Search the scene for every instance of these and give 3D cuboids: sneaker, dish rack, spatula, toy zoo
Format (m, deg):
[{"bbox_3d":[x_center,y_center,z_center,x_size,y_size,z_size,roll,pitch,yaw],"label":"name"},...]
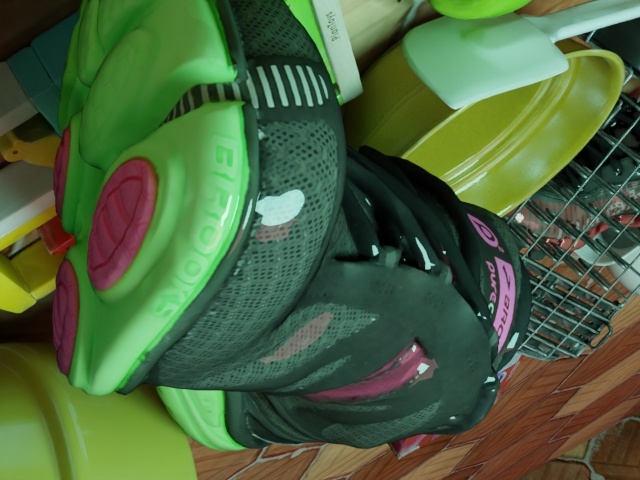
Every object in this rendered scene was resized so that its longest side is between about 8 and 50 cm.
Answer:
[{"bbox_3d":[0.245,-0.062,1.109,0.276,0.097,0.135,-9,136,-35],"label":"sneaker"},{"bbox_3d":[0.215,-0.031,0.998,0.208,0.074,0.271,26,108,-40],"label":"dish rack"},{"bbox_3d":[0.073,-0.139,0.585,0.242,0.168,0.019,-24,149,-45],"label":"spatula"},{"bbox_3d":[-0.117,-0.051,0.680,0.293,0.030,0.192,-33,160,-2],"label":"toy zoo"},{"bbox_3d":[0.000,0.000,0.600,0.202,0.185,0.483,-2,168,4],"label":"sneaker"}]

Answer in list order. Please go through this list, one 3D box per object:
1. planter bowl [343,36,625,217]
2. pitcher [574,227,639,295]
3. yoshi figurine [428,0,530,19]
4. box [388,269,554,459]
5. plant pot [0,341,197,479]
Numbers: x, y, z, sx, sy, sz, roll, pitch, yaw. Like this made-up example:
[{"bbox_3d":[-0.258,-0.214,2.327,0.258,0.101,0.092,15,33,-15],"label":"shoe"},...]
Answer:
[{"bbox_3d":[0.082,-0.079,0.829,0.217,0.090,0.217,-28,159,-12],"label":"planter bowl"},{"bbox_3d":[0.363,-0.029,1.346,0.177,0.125,0.207,-53,145,9],"label":"pitcher"},{"bbox_3d":[0.086,-0.183,0.456,0.362,0.203,0.203,-28,167,-34],"label":"yoshi figurine"},{"bbox_3d":[0.110,0.094,1.212,0.128,0.122,0.257,-27,159,-17],"label":"box"},{"bbox_3d":[-0.234,0.183,0.759,0.239,0.254,0.254,7,137,-38],"label":"plant pot"}]
